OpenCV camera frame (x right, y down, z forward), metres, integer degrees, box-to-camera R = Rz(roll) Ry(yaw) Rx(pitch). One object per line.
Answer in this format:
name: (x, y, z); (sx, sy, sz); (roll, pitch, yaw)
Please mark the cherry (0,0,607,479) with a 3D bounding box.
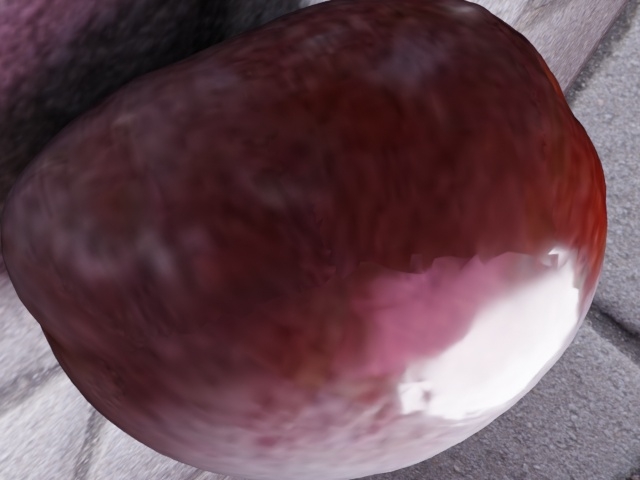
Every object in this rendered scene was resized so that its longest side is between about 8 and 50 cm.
cherry: (-0.005, 0.005, 0.529); (0.335, 0.291, 0.326); (-25, 168, -17)
